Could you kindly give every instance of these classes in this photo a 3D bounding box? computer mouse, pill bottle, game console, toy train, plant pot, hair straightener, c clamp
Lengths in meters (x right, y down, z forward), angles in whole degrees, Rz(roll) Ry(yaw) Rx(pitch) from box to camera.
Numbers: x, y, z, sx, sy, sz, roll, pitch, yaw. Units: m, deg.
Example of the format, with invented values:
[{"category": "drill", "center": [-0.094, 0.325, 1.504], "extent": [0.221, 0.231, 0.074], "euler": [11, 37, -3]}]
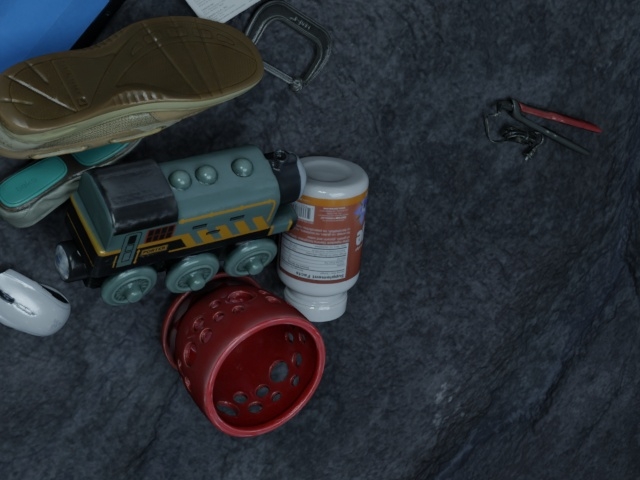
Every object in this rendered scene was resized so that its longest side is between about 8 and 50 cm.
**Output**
[{"category": "computer mouse", "center": [-0.388, 0.073, 1.593], "extent": [0.193, 0.042, 0.106], "euler": [33, 93, -42]}, {"category": "pill bottle", "center": [0.000, 0.000, 1.773], "extent": [0.121, 0.121, 0.216], "euler": [-12, 122, -30]}, {"category": "game console", "center": [-0.341, -0.236, 1.374], "extent": [0.173, 0.250, 0.293], "euler": [38, 90, -16]}, {"category": "toy train", "center": [-0.170, -0.029, 1.592], "extent": [0.334, 0.142, 0.190], "euler": [-13, 151, -29]}, {"category": "plant pot", "center": [-0.114, 0.150, 1.741], "extent": [0.191, 0.174, 0.191], "euler": [-16, 123, -27]}, {"category": "hair straightener", "center": [0.342, -0.164, 1.971], "extent": [0.230, 0.047, 0.089], "euler": [10, 109, -38]}, {"category": "c clamp", "center": [-0.059, -0.245, 1.664], "extent": [0.160, 0.022, 0.137], "euler": [19, 98, -39]}]

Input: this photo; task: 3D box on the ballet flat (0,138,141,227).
[{"category": "ballet flat", "center": [-0.307, -0.089, 1.555], "extent": [0.213, 0.072, 0.068], "euler": [-34, 157, -14]}]

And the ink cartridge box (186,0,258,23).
[{"category": "ink cartridge box", "center": [-0.119, -0.382, 1.482], "extent": [0.181, 0.056, 0.225], "euler": [-29, 126, 12]}]

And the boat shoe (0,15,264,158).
[{"category": "boat shoe", "center": [-0.231, -0.178, 1.494], "extent": [0.341, 0.122, 0.110], "euler": [-15, 161, -28]}]
